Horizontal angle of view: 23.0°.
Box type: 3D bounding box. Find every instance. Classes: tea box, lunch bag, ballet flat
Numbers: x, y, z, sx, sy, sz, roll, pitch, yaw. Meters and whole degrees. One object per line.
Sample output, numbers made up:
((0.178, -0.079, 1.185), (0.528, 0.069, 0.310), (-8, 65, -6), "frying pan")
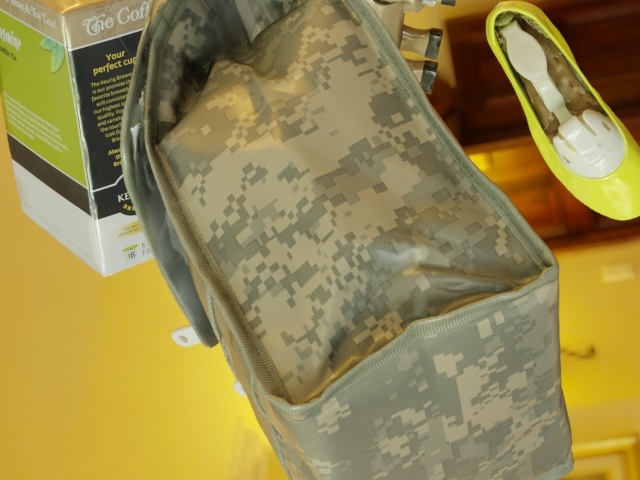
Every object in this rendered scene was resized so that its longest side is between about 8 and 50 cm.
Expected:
((-0.182, -0.183, 1.826), (0.220, 0.329, 0.323), (33, 135, 47), "tea box")
((0.000, 0.000, 0.849), (0.287, 0.169, 0.235), (59, 173, 32), "lunch bag")
((0.217, -0.118, 1.405), (0.231, 0.077, 0.077), (59, -169, 9), "ballet flat")

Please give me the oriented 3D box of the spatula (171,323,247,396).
((0.011, 0.080, 1.106), (0.168, 0.242, 0.019), (46, -131, -25), "spatula")

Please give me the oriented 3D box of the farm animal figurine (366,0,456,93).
((0.028, -0.175, 1.535), (0.330, 0.172, 0.326), (-79, 2, -71), "farm animal figurine")
